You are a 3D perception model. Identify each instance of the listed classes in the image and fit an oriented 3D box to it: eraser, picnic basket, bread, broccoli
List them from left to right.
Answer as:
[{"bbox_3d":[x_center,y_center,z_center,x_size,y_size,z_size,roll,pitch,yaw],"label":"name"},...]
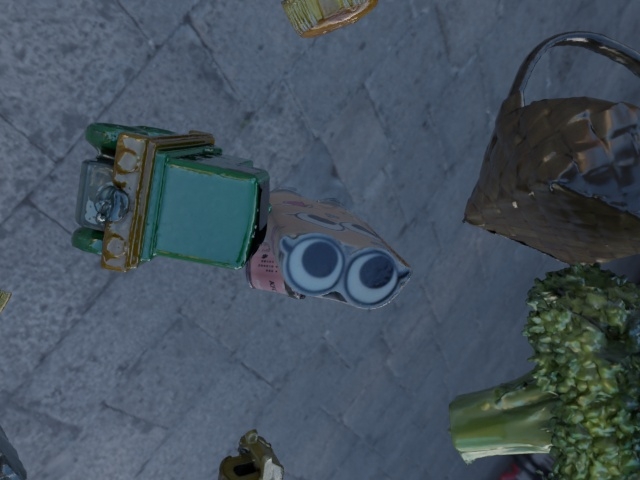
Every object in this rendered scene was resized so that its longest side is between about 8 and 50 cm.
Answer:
[{"bbox_3d":[0.000,0.000,0.957,0.171,0.290,0.087,16,101,-14],"label":"eraser"},{"bbox_3d":[0.023,-0.492,1.453,0.190,0.114,0.132,-24,-166,15],"label":"bread"},{"bbox_3d":[0.307,0.156,0.825,0.375,0.302,0.249,-83,173,-49],"label":"broccoli"},{"bbox_3d":[0.392,-0.146,1.001,0.337,0.293,0.337,-158,-90,-82],"label":"picnic basket"}]

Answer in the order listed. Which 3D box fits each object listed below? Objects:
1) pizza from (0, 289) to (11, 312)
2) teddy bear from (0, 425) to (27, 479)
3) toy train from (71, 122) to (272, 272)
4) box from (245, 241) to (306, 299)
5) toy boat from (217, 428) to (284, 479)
[{"bbox_3d":[-0.546,0.113,1.049,0.160,0.036,0.099,-43,131,-24],"label":"pizza"},{"bbox_3d":[-0.473,0.262,0.790,0.251,0.171,0.144,-29,139,-7],"label":"teddy bear"},{"bbox_3d":[-0.099,-0.032,0.519,0.227,0.136,0.091,-55,156,-80],"label":"toy train"},{"bbox_3d":[-0.102,0.065,1.731,0.151,0.135,0.151,5,90,-74],"label":"box"},{"bbox_3d":[-0.105,0.354,0.945,0.088,0.068,0.226,-8,125,-33],"label":"toy boat"}]
